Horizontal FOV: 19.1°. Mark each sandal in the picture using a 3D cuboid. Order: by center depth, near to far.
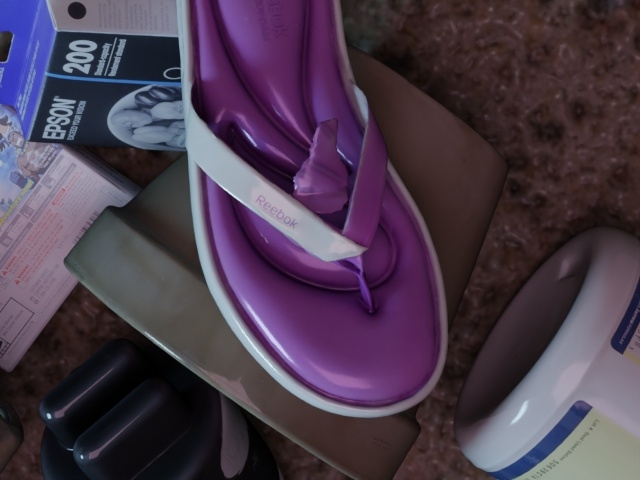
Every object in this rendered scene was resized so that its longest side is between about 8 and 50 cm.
[{"bbox_3d":[-0.023,-0.070,1.388,0.169,0.102,0.416,-16,73,-9],"label":"sandal"}]

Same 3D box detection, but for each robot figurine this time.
[{"bbox_3d":[-0.134,0.203,1.632,0.173,0.209,0.278,-10,143,16],"label":"robot figurine"}]

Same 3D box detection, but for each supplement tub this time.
[{"bbox_3d":[0.302,0.164,1.608,0.325,0.235,0.235,34,105,-8],"label":"supplement tub"}]

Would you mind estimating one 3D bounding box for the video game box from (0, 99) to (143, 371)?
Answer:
[{"bbox_3d":[-0.290,-0.017,1.675,0.187,0.048,0.205,36,105,-10],"label":"video game box"}]

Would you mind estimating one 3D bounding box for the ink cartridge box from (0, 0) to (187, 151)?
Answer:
[{"bbox_3d":[-0.181,-0.137,1.544,0.208,0.206,0.045,3,66,-14],"label":"ink cartridge box"}]

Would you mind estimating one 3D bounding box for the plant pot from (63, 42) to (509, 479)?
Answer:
[{"bbox_3d":[0.000,0.000,1.556,0.323,0.323,0.280,36,90,-8],"label":"plant pot"}]

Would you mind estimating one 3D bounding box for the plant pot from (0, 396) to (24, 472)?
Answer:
[{"bbox_3d":[-0.427,0.206,1.602,0.334,0.334,0.305,42,90,-10],"label":"plant pot"}]
